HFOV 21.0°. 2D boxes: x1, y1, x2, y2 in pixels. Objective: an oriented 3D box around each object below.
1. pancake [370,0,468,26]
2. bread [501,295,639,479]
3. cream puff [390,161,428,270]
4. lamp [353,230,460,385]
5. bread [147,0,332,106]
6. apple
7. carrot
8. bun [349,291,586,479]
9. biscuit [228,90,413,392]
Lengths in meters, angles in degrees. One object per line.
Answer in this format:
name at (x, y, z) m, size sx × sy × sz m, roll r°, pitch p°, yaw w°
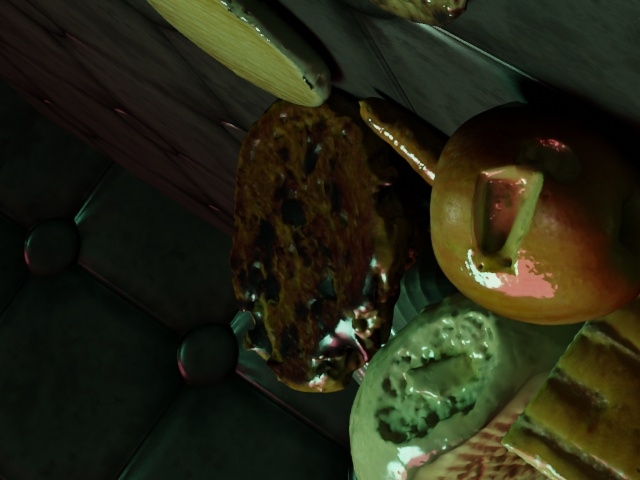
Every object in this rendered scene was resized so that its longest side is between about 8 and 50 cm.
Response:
pancake at (-0.009, -0.255, 1.256) m, size 0.288 × 0.033 × 0.286 m, roll 35°, pitch 172°, yaw 2°
bread at (0.332, 0.161, 1.587) m, size 0.246 × 0.239 × 0.111 m, roll 35°, pitch 179°, yaw 16°
cream puff at (0.065, -0.032, 2.011) m, size 0.165 × 0.115 × 0.150 m, roll 57°, pitch 175°, yaw 42°
lamp at (0.143, 0.103, 2.140) m, size 0.265 × 0.233 × 0.233 m, roll 45°, pitch 171°, yaw -15°
bread at (-0.094, -0.227, 1.793) m, size 0.267 × 0.040 × 0.267 m, roll 34°, pitch 172°, yaw 5°
apple at (0.184, -0.015, 1.392) m, size 0.199 × 0.199 × 0.199 m, roll 35°, pitch 173°, yaw 5°
carrot at (0.121, -0.077, 1.746) m, size 0.210 × 0.061 × 0.061 m, roll 40°, pitch 173°, yaw -2°
bun at (0.188, 0.157, 1.840) m, size 0.202 × 0.364 × 0.364 m, roll 59°, pitch -173°, yaw 33°
biscuit at (0.003, 0.001, 1.903) m, size 0.081 × 0.334 × 0.289 m, roll -4°, pitch -160°, yaw -37°
